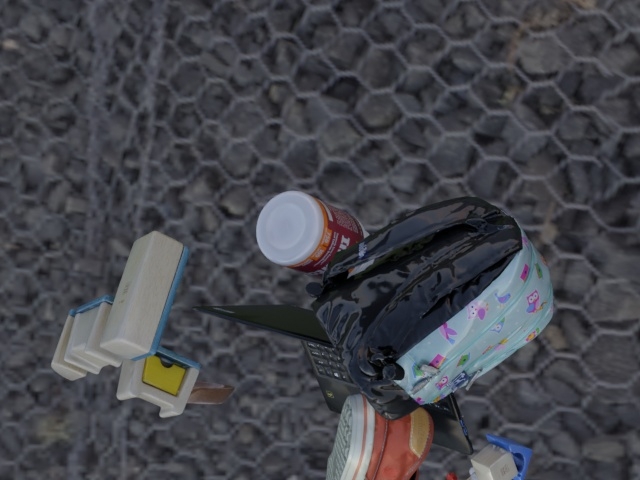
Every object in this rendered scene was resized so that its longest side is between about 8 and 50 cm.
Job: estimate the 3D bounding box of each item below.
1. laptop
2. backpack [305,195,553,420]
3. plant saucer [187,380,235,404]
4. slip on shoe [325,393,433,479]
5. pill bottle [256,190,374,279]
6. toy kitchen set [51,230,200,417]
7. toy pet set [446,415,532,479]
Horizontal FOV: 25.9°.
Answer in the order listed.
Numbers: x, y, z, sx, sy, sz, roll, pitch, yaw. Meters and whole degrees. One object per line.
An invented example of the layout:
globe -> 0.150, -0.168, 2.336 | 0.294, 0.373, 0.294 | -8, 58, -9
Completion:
laptop -> 0.018, 0.161, 1.600 | 0.234, 0.136, 0.264 | 12, 134, 43
backpack -> 0.097, 0.051, 1.135 | 0.182, 0.115, 0.152 | -36, 43, 2
plant saucer -> -0.210, 0.222, 2.052 | 0.168, 0.168, 0.029 | 4, 87, 35
slip on shoe -> 0.059, 0.279, 1.585 | 0.101, 0.331, 0.123 | 5, 55, -6
pill bottle -> 0.000, 0.000, 1.593 | 0.086, 0.152, 0.086 | -8, 74, 30
toy kitchen set -> -0.168, 0.097, 1.479 | 0.207, 0.166, 0.122 | -21, 48, 55
toy pet set -> 0.199, 0.253, 1.722 | 0.114, 0.065, 0.122 | 19, 138, 52
